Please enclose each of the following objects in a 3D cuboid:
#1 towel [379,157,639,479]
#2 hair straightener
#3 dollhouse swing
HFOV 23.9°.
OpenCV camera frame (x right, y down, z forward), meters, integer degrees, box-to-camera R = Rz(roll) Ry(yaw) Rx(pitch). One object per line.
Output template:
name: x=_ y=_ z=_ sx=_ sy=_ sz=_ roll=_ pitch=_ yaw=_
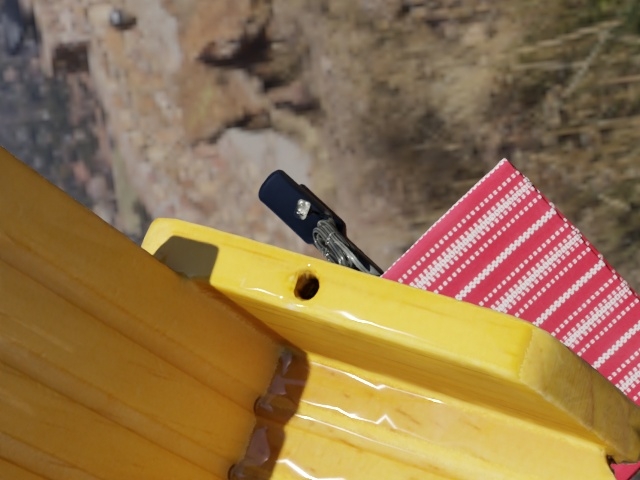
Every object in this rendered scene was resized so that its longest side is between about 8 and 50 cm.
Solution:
towel: x=0.177 y=0.095 z=1.256 sx=0.275 sy=0.199 sz=0.031 roll=47 pitch=174 yaw=-3
hair straightener: x=0.000 y=0.000 z=1.484 sx=0.047 sy=0.089 sz=0.230 roll=-47 pitch=46 yaw=9
dollhouse swing: x=-0.050 y=0.156 z=0.631 sx=0.305 sy=0.315 sz=0.347 roll=56 pitch=-127 yaw=-64
